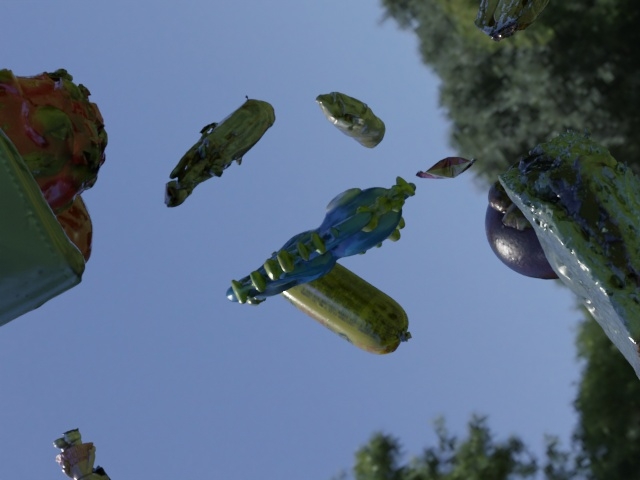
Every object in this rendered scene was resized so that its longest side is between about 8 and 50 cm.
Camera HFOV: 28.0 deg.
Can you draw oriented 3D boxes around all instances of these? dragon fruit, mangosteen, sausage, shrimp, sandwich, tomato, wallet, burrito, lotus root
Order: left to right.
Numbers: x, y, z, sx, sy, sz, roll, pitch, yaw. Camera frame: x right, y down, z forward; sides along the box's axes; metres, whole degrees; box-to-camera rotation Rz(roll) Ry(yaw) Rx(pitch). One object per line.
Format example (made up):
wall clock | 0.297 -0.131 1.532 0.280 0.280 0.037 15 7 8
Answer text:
wallet | -0.470 0.018 1.421 0.252 0.360 0.083 61 -177 -9
dragon fruit | -0.468 -0.132 1.922 0.231 0.302 0.237 58 177 10
tomato | -0.446 -0.026 2.110 0.187 0.187 0.151 42 -118 -31
shrimp | -0.186 -0.139 2.186 0.085 0.247 0.360 45 -155 -3
sausage | 0.034 0.116 2.561 0.347 0.123 0.123 32 -171 23
burrito | 0.059 -0.195 2.093 0.082 0.059 0.275 38 -175 14
lotus root | 0.375 -0.459 2.319 0.078 0.167 0.329 46 -134 -26
mangosteen | 0.390 -0.054 2.252 0.265 0.228 0.228 45 -162 -43
sandwich | 0.354 0.009 1.587 0.325 0.131 0.262 57 -176 23

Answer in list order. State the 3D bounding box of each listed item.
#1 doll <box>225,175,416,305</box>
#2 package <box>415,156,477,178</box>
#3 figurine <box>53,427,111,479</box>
doll | 0.000 0.000 1.941 0.099 0.341 0.346 64 -170 7
package | 0.170 -0.096 1.728 0.059 0.083 0.029 37 -139 -88
figurine | -0.323 0.324 1.793 0.129 0.072 0.054 64 -164 15
